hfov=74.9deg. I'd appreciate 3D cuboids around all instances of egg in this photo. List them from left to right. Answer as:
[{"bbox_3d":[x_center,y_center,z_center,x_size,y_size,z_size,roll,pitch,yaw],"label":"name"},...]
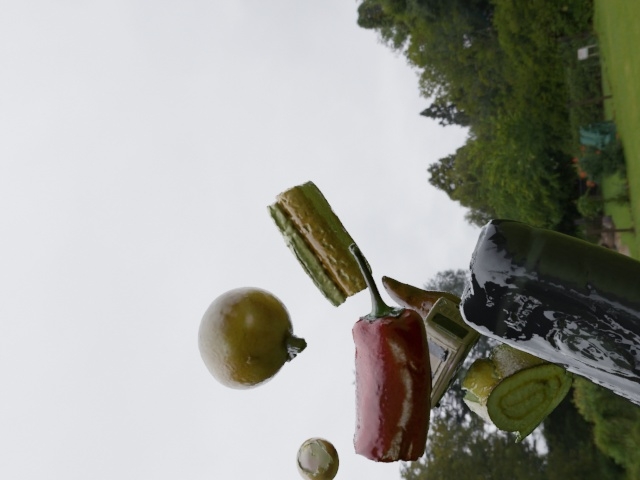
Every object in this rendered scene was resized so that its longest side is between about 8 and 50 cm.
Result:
[{"bbox_3d":[-0.003,0.407,0.769,0.096,0.080,0.080,60,-140,-52],"label":"egg"}]

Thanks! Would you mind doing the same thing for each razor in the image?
[{"bbox_3d":[0.356,0.107,0.544,0.113,0.349,0.204,-40,-36,-34],"label":"razor"}]

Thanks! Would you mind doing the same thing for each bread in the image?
[{"bbox_3d":[0.000,0.000,1.284,0.375,0.165,0.236,55,-165,-6],"label":"bread"},{"bbox_3d":[0.478,0.347,1.005,0.257,0.124,0.185,-31,-72,-6],"label":"bread"}]

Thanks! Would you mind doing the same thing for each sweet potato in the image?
[{"bbox_3d":[0.339,0.197,1.194,0.112,0.359,0.112,15,-90,-88],"label":"sweet potato"}]

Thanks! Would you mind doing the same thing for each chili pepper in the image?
[{"bbox_3d":[0.118,0.178,0.704,0.134,0.131,0.338,43,-133,-80],"label":"chili pepper"}]

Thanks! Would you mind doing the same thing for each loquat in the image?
[{"bbox_3d":[-0.212,0.312,1.335,0.328,0.360,0.328,5,-90,-68],"label":"loquat"}]

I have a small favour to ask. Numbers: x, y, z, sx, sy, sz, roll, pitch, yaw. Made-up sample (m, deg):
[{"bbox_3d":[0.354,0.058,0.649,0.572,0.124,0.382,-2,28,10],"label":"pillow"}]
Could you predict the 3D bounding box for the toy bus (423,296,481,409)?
[{"bbox_3d":[0.297,0.303,1.079,0.157,0.139,0.289,-30,-37,-45],"label":"toy bus"}]
